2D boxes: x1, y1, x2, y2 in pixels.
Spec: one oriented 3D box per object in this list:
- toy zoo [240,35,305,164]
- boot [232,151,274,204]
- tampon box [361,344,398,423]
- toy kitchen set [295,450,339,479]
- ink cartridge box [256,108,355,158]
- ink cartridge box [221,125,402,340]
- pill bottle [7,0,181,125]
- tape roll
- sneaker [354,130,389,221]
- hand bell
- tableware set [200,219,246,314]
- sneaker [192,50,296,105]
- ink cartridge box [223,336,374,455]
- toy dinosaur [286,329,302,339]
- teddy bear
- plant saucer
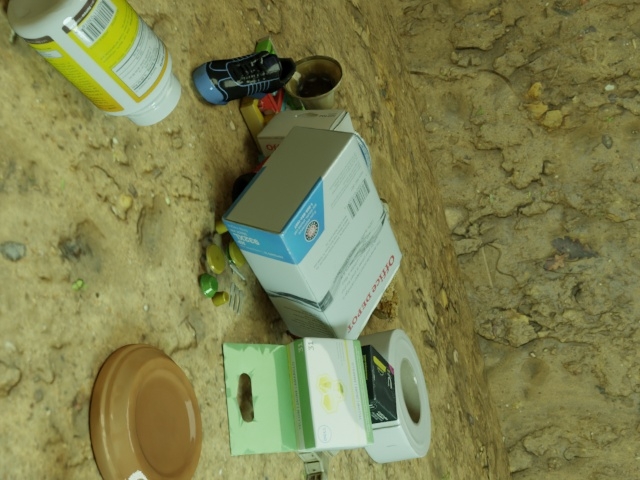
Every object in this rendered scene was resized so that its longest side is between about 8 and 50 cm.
[{"bbox_3d":[-0.091,-0.250,1.555,0.293,0.030,0.192,-83,152,-46],"label":"toy zoo"},{"bbox_3d":[-0.081,-0.017,1.367,0.176,0.088,0.244,-44,126,-53],"label":"boot"},{"bbox_3d":[0.038,0.261,1.359,0.120,0.161,0.101,50,32,-52],"label":"tampon box"},{"bbox_3d":[-0.002,0.378,1.304,0.075,0.068,0.083,-86,153,-42],"label":"toy kitchen set"},{"bbox_3d":[-0.004,-0.128,1.453,0.092,0.158,0.218,-54,136,-42],"label":"ink cartridge box"},{"bbox_3d":[0.000,0.000,1.300,0.223,0.129,0.307,-56,140,-28],"label":"ink cartridge box"},{"bbox_3d":[-0.260,-0.231,0.941,0.215,0.117,0.117,48,33,-54],"label":"pill bottle"},{"bbox_3d":[0.155,0.342,1.722,0.286,0.100,0.286,-13,90,-71],"label":"tape roll"},{"bbox_3d":[0.054,-0.101,1.624,0.330,0.129,0.147,62,24,-27],"label":"sneaker"},{"bbox_3d":[0.008,-0.263,1.677,0.242,0.126,0.126,71,16,-52],"label":"hand bell"},{"bbox_3d":[-0.152,0.034,1.205,0.104,0.024,0.154,50,33,-45],"label":"tableware set"},{"bbox_3d":[-0.127,-0.291,1.352,0.081,0.090,0.232,62,29,0],"label":"sneaker"},{"bbox_3d":[-0.030,0.235,1.192,0.235,0.056,0.171,9,66,-40],"label":"ink cartridge box"},{"bbox_3d":[-0.032,0.181,1.438,0.090,0.047,0.082,-25,118,-33],"label":"toy dinosaur"},{"bbox_3d":[0.136,0.030,1.872,0.245,0.113,0.338,10,68,-71],"label":"teddy bear"},{"bbox_3d":[-0.196,0.219,0.927,0.200,0.037,0.200,-14,90,-71],"label":"plant saucer"}]
